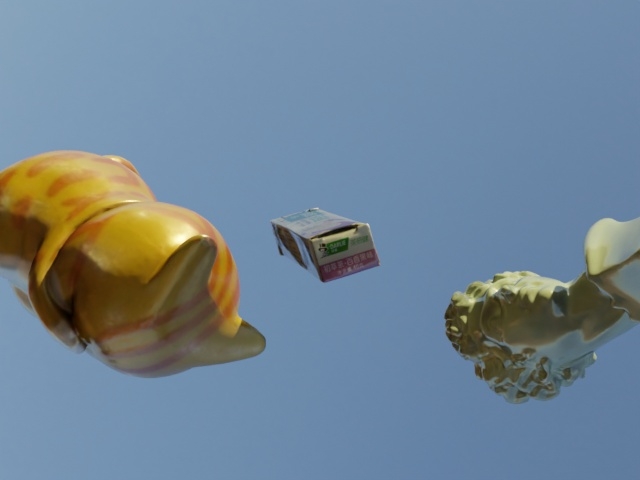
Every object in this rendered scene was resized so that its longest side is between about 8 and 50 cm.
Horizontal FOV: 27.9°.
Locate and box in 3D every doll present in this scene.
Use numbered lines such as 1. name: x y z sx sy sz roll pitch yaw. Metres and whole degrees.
1. doll: -0.178 0.020 1.092 0.162 0.167 0.269 -45 -134 -8

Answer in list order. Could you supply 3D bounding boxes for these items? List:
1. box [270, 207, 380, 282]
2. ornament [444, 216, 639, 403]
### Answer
1. box: 0.000 0.000 1.074 0.207 0.049 0.041 -156 -130 -79
2. ornament: 0.240 0.055 1.128 0.285 0.130 0.120 -28 -164 44
